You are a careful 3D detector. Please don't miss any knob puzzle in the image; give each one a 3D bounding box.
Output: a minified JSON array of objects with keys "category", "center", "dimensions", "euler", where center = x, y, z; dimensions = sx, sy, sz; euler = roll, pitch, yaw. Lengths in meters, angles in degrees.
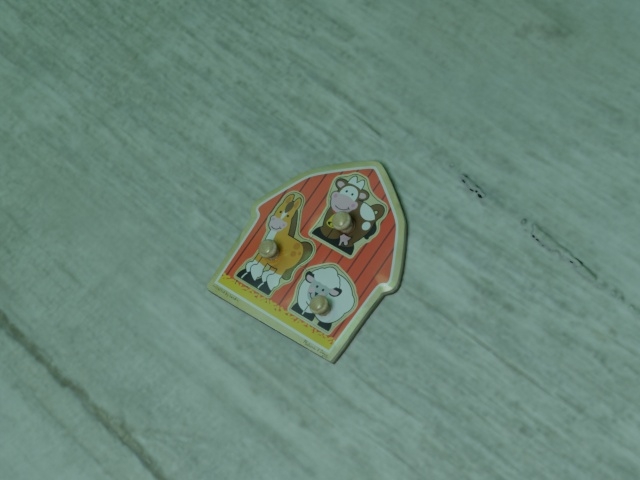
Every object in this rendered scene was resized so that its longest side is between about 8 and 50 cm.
[{"category":"knob puzzle","center":[0.000,0.000,1.697],"dimensions":[0.213,0.030,0.213],"euler":[-11,61,21]}]
